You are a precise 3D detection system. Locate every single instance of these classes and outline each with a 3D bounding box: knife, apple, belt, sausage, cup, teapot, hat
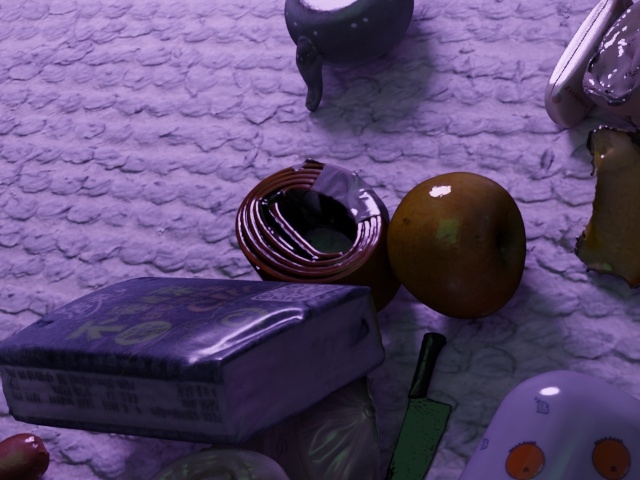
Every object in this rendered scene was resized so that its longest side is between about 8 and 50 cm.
[{"bbox_3d":[0.124,0.220,1.714,0.060,0.028,0.230,10,65,17],"label":"knife"},{"bbox_3d":[0.167,0.004,1.744,0.155,0.182,0.182,-3,57,37],"label":"apple"},{"bbox_3d":[0.000,0.000,1.848,0.184,0.105,0.261,-39,39,-5],"label":"belt"},{"bbox_3d":[-0.446,0.324,1.883,0.194,0.077,0.077,-33,50,2],"label":"sausage"},{"bbox_3d":[0.233,0.307,1.478,0.212,0.212,0.317,19,67,34],"label":"cup"},{"bbox_3d":[0.046,-0.337,2.062,0.193,0.129,0.294,22,68,35],"label":"teapot"},{"bbox_3d":[-0.045,0.251,1.700,0.225,0.164,0.220,-7,51,-5],"label":"hat"}]

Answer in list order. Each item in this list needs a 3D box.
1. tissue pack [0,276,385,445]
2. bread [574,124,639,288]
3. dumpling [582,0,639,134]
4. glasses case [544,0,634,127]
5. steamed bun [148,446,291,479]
[{"bbox_3d":[-0.161,0.133,1.708,0.394,0.124,0.288,1,16,39],"label":"tissue pack"},{"bbox_3d":[0.374,-0.049,1.682,0.140,0.160,0.169,31,76,37],"label":"bread"},{"bbox_3d":[0.479,-0.220,1.772,0.292,0.163,0.204,-11,23,21],"label":"dumpling"},{"bbox_3d":[0.360,-0.240,1.872,0.051,0.081,0.204,20,70,39],"label":"glasses case"},{"bbox_3d":[-0.104,0.413,1.545,0.309,0.219,0.324,-35,72,3],"label":"steamed bun"}]
